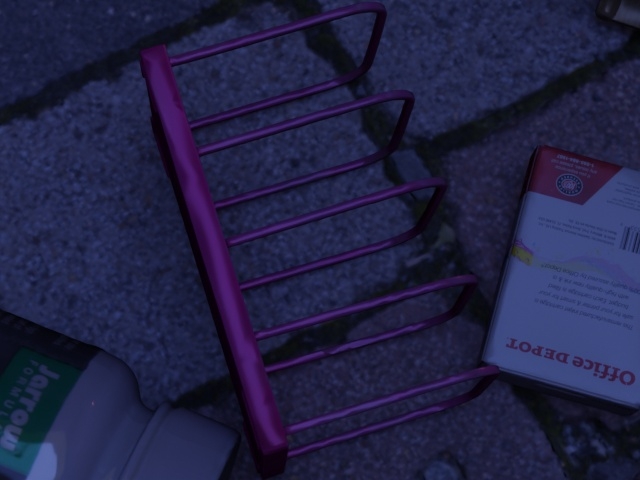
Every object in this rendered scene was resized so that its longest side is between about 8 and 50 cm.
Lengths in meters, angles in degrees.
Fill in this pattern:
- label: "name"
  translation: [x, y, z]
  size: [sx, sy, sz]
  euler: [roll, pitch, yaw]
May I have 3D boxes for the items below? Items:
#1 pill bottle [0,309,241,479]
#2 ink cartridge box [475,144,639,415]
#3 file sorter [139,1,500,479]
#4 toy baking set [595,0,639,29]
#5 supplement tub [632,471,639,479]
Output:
- label: "pill bottle"
  translation: [-0.252, 0.146, 1.395]
  size: [0.361, 0.204, 0.204]
  euler: [21, 79, 3]
- label: "ink cartridge box"
  translation: [0.199, 0.032, 1.491]
  size: [0.127, 0.072, 0.175]
  euler: [16, 79, 1]
- label: "file sorter"
  translation: [0.000, 0.000, 1.430]
  size: [0.182, 0.202, 0.291]
  euler: [-17, 79, -6]
- label: "toy baking set"
  translation: [0.334, -0.236, 1.566]
  size: [0.256, 0.030, 0.197]
  euler: [-43, 81, -9]
- label: "supplement tub"
  translation: [0.216, 0.339, 1.345]
  size: [0.241, 0.241, 0.331]
  euler: [43, 81, 7]
